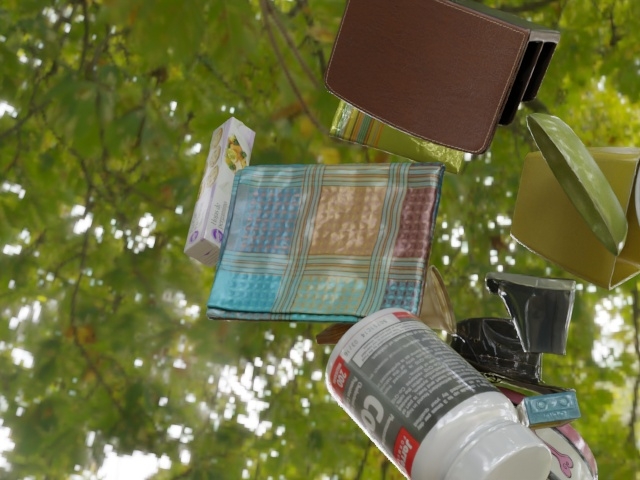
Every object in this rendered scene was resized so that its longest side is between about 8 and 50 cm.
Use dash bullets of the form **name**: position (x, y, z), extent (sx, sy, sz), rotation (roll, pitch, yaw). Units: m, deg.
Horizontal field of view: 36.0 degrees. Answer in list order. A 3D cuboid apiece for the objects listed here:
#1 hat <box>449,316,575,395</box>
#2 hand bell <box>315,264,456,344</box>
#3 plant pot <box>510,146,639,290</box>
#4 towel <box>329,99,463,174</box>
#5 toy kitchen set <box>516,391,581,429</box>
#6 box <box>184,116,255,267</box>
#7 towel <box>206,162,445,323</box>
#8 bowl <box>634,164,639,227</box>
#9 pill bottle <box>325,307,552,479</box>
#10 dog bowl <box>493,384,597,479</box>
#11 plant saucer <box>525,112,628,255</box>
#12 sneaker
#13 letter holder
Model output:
- **hat**: position (0.366, 0.225, 2.017), extent (0.332, 0.133, 0.331), rotation (16, -11, 3)
- **hand bell**: position (0.104, 0.138, 1.733), extent (0.242, 0.126, 0.126), rotation (-18, -44, 15)
- **plant pot**: position (0.432, -0.058, 1.613), extent (0.187, 0.212, 0.212), rotation (16, -75, 29)
- **towel**: position (0.140, -0.191, 1.741), extent (0.237, 0.102, 0.021), rotation (18, -26, 3)
- **toy kitchen set**: position (0.312, 0.327, 1.421), extent (0.166, 0.207, 0.122), rotation (-5, -20, -11)
- **box**: position (-0.186, -0.097, 1.859), extent (0.063, 0.324, 0.067), rotation (33, -46, -27)
- **towel**: position (0.000, 0.000, 1.539), extent (0.370, 0.271, 0.040), rotation (0, -22, 29)
- **bowl**: position (0.622, -0.075, 1.410), extent (0.312, 0.163, 0.311), rotation (6, -75, 25)
- **pill bottle**: position (0.146, 0.225, 1.262), extent (0.161, 0.283, 0.161), rotation (-21, -49, -26)
- **dog bowl**: position (0.366, 0.455, 1.972), extent (0.408, 0.150, 0.408), rotation (26, -35, 20)
- **plant saucer**: position (0.373, -0.088, 1.411), extent (0.037, 0.241, 0.241), rotation (-33, -49, 7)
- **sneaker**: position (0.311, 0.111, 1.519), extent (0.083, 0.118, 0.222), rotation (5, 0, -14)
- **letter holder**: position (0.184, -0.279, 1.560), extent (0.302, 0.152, 0.214), rotation (27, -69, 24)
